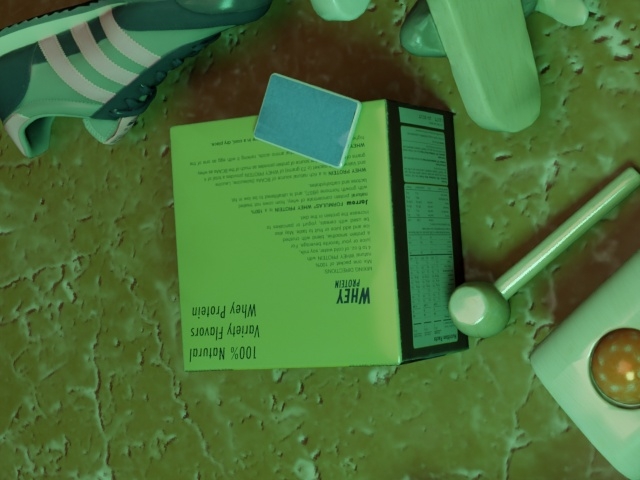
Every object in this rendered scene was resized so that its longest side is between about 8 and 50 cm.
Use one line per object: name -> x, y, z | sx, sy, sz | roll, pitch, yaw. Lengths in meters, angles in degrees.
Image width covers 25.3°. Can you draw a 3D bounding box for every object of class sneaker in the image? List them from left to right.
sneaker -> -0.167, -0.160, 1.289 | 0.319, 0.112, 0.131 | -9, 103, 31

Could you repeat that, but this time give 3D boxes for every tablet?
tablet -> -0.011, -0.092, 1.090 | 0.083, 0.006, 0.054 | 22, 100, 28

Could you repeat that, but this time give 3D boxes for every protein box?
protein box -> 0.000, 0.000, 1.165 | 0.200, 0.136, 0.201 | -5, 88, 28

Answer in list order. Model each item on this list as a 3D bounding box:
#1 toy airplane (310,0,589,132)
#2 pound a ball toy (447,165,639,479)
toy airplane -> 0.080, -0.309, 1.007 | 0.386, 0.384, 0.272 | -65, 29, 7
pound a ball toy -> 0.248, 0.024, 1.030 | 0.319, 0.136, 0.208 | -46, 70, 21
